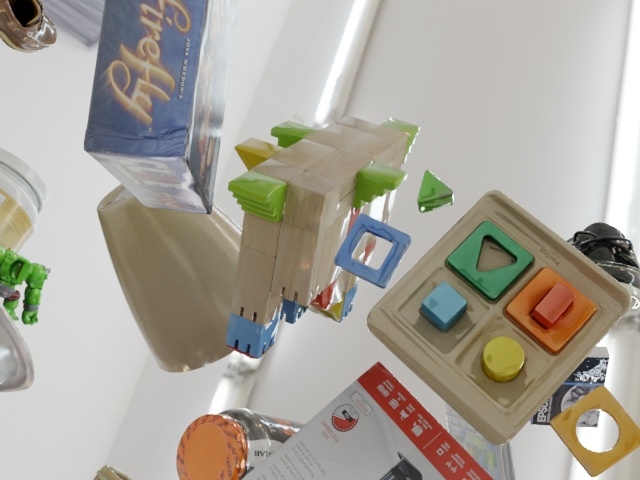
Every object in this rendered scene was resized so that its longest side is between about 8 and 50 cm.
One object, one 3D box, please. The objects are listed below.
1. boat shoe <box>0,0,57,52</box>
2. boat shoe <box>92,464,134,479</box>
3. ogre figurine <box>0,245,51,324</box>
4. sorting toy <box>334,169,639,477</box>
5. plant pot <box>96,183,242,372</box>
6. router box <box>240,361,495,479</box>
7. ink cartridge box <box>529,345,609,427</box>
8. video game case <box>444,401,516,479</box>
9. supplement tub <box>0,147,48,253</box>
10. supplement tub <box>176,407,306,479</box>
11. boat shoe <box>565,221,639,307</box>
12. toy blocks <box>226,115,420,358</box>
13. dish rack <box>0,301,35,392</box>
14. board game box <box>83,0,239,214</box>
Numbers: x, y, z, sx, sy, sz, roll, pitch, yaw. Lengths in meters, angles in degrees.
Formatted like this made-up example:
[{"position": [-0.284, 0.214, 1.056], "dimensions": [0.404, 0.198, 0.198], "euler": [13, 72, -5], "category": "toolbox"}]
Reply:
[{"position": [-0.389, -0.289, 1.012], "dimensions": [0.178, 0.060, 0.064], "euler": [15, 71, -80], "category": "boat shoe"}, {"position": [-0.135, 0.344, 0.855], "dimensions": [0.089, 0.285, 0.104], "euler": [-64, -162, -10], "category": "boat shoe"}, {"position": [-0.570, 0.076, 1.400], "dimensions": [0.118, 0.197, 0.097], "euler": [-58, -150, -4], "category": "ogre figurine"}, {"position": [0.170, 0.066, 0.745], "dimensions": [0.347, 0.047, 0.196], "euler": [42, -97, 20], "category": "sorting toy"}, {"position": [-0.228, 0.024, 1.252], "dimensions": [0.256, 0.274, 0.256], "euler": [-25, -157, 11], "category": "plant pot"}, {"position": [0.072, 0.368, 0.989], "dimensions": [0.301, 0.082, 0.335], "euler": [-40, -134, -8], "category": "router box"}, {"position": [0.525, 0.326, 1.737], "dimensions": [0.045, 0.208, 0.206], "euler": [-74, 163, -59], "category": "ink cartridge box"}, {"position": [0.329, 0.417, 1.624], "dimensions": [0.329, 0.036, 0.300], "euler": [140, -56, -80], "category": "video game case"}, {"position": [-0.726, -0.022, 1.585], "dimensions": [0.228, 0.228, 0.316], "euler": [-25, -147, 47], "category": "supplement tub"}, {"position": [-0.131, 0.471, 1.641], "dimensions": [0.207, 0.338, 0.207], "euler": [-14, -116, 30], "category": "supplement tub"}, {"position": [0.382, 0.033, 1.077], "dimensions": [0.127, 0.340, 0.113], "euler": [12, -93, 17], "category": "boat shoe"}, {"position": [0.000, 0.000, 1.023], "dimensions": [0.381, 0.191, 0.261], "euler": [-41, 146, -57], "category": "toy blocks"}, {"position": [-0.421, 0.045, 0.701], "dimensions": [0.333, 0.285, 0.072], "euler": [-15, -160, 43], "category": "dish rack"}, {"position": [-0.065, -0.144, 0.392], "dimensions": [0.165, 0.042, 0.243], "euler": [130, -33, -84], "category": "board game box"}]
